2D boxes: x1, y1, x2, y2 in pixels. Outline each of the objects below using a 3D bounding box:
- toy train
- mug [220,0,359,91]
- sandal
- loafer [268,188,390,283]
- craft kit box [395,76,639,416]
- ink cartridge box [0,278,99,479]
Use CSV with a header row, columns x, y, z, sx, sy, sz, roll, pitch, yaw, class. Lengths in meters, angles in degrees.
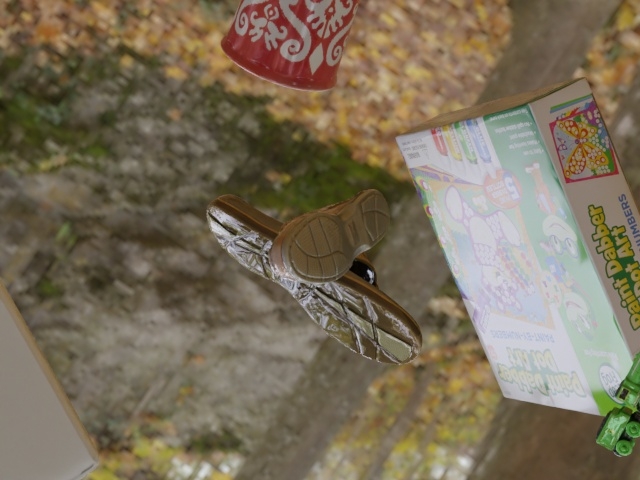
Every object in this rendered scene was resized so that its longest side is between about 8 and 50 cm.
x,y,z,sx,sy,sz,roll,pitch,yaw,class
0.179,0.083,0.783,0.023,0.083,0.017,27,-162,13,toy train
-0.025,-0.245,1.283,0.150,0.169,0.113,35,-151,25,mug
0.001,0.018,0.985,0.180,0.049,0.072,36,149,9,sandal
0.000,0.000,0.881,0.039,0.045,0.125,-9,-169,34,loafer
0.169,0.011,1.080,0.246,0.061,0.250,64,163,-6,craft kit box
-0.295,0.011,0.775,0.279,0.160,0.384,63,161,-16,ink cartridge box
